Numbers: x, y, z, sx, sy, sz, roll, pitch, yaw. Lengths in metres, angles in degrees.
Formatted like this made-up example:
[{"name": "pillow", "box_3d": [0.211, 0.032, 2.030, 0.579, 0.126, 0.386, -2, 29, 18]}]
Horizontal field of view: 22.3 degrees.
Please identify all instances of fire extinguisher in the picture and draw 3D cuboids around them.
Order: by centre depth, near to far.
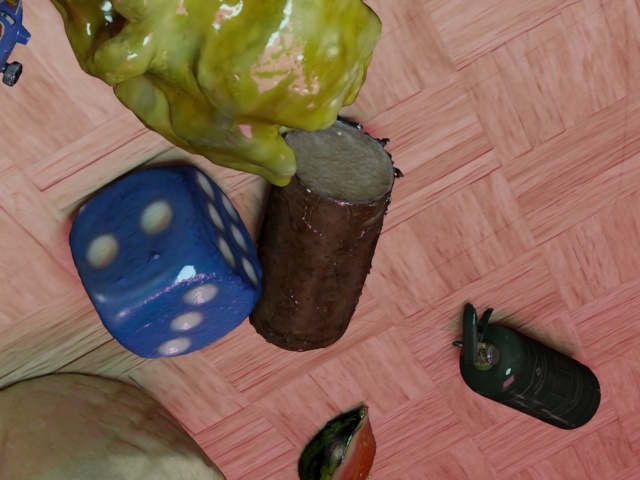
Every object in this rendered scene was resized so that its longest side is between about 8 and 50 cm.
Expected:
[{"name": "fire extinguisher", "box_3d": [0.261, 0.166, 2.110, 0.311, 0.095, 0.114, 24, 78, -52]}]

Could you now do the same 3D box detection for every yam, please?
[{"name": "yam", "box_3d": [-0.001, 0.001, 1.665, 0.131, 0.131, 0.280, -13, 145, -20]}]

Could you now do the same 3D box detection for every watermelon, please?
[{"name": "watermelon", "box_3d": [0.030, 0.306, 2.180, 0.119, 0.063, 0.245, -30, 149, -20]}]

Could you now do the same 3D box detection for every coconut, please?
[{"name": "coconut", "box_3d": [-0.258, 0.348, 1.758, 0.344, 0.415, 0.415, -26, 149, -21]}]

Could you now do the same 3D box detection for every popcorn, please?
[{"name": "popcorn", "box_3d": [-0.081, -0.186, 1.235, 0.276, 0.225, 0.276, 7, 154, 4]}]

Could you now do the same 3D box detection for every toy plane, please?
[{"name": "toy plane", "box_3d": [-0.283, -0.127, 1.318, 0.167, 0.054, 0.062, -63, 178, 12]}]

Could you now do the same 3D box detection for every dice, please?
[{"name": "dice", "box_3d": [-0.150, 0.020, 1.569, 0.146, 0.143, 0.146, -29, 148, 11]}]
